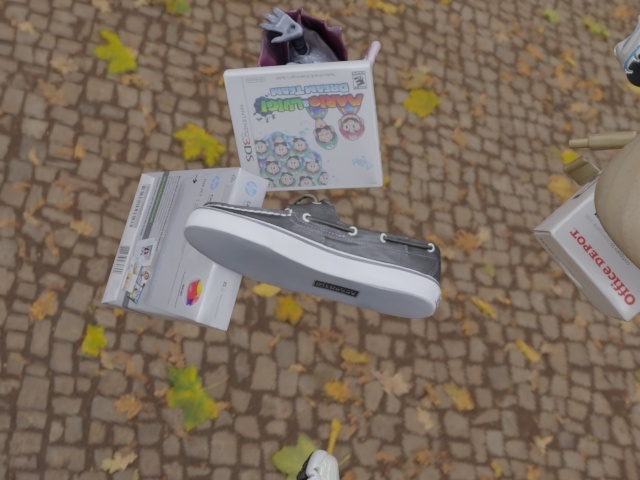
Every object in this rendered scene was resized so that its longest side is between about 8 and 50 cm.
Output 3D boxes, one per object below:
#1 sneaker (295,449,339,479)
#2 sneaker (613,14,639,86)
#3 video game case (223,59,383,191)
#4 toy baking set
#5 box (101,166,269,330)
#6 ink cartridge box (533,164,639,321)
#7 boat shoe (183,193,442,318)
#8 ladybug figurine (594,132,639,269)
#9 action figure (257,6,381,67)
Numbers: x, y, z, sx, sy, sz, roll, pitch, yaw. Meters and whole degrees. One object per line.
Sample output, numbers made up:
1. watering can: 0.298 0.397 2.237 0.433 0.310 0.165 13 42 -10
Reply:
1. sneaker: 0.015 0.394 1.049 0.118 0.110 0.292 5 62 -12
2. sneaker: 0.441 -0.281 1.106 0.071 0.191 0.083 37 21 -34
3. video game case: -0.016 -0.120 0.965 0.157 0.143 0.019 -2 31 11
4. toy baking set: 0.558 -0.120 1.572 0.196 0.256 0.030 50 54 -32
5. box: -0.135 0.004 0.864 0.038 0.186 0.145 23 77 -36
6. ink cartridge box: 0.387 -0.021 1.088 0.203 0.086 0.148 -42 92 0
7. boat shoe: 0.000 0.000 0.772 0.229 0.080 0.076 16 64 -5
8. ladybug figurine: 0.479 -0.002 0.802 0.449 0.161 0.305 24 36 14
9. action figure: 0.026 -0.227 1.518 0.276 0.370 0.248 5 62 25
